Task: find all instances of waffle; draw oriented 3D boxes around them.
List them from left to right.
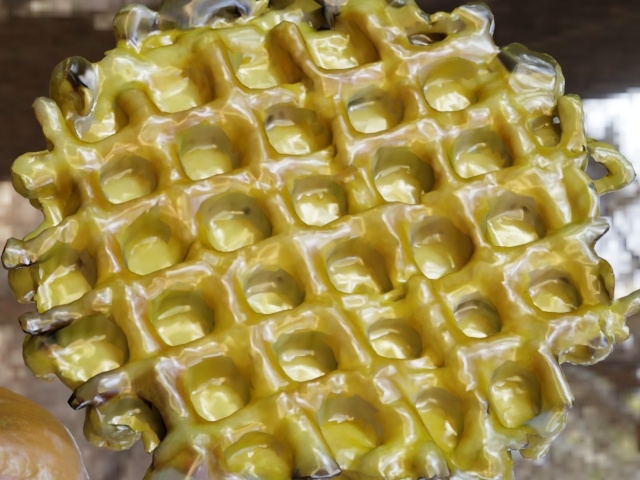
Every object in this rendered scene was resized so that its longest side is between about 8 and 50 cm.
[{"bbox_3d":[0.002,-0.009,0.942,0.062,0.329,0.329,96,-12,-57],"label":"waffle"}]

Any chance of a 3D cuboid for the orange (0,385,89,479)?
[{"bbox_3d":[-0.316,0.231,1.718,0.183,0.249,0.249,-14,-105,53],"label":"orange"}]
